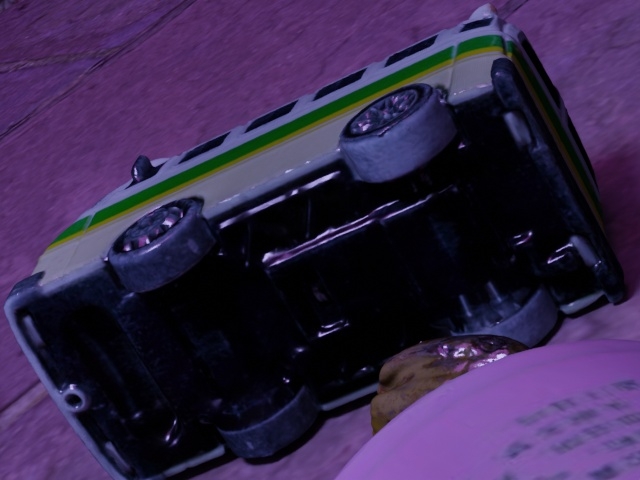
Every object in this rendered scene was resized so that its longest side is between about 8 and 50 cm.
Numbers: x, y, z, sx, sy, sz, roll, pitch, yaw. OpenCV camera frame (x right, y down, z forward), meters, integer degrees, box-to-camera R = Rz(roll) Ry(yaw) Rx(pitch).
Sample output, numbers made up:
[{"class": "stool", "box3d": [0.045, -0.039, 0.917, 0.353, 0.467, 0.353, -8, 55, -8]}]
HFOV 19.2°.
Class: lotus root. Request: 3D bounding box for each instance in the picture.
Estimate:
[{"class": "lotus root", "box3d": [0.064, 0.067, 0.796, 0.099, 0.049, 0.054, -13, 46, 40]}]

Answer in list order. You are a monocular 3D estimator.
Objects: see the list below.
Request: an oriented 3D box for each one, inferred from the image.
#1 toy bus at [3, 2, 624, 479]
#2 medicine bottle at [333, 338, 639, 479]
[{"class": "toy bus", "box3d": [0.000, 0.000, 0.937, 0.276, 0.134, 0.165, -23, 21, 19]}, {"class": "medicine bottle", "box3d": [0.104, 0.137, 0.366, 0.178, 0.178, 0.290, -33, 19, -7]}]
